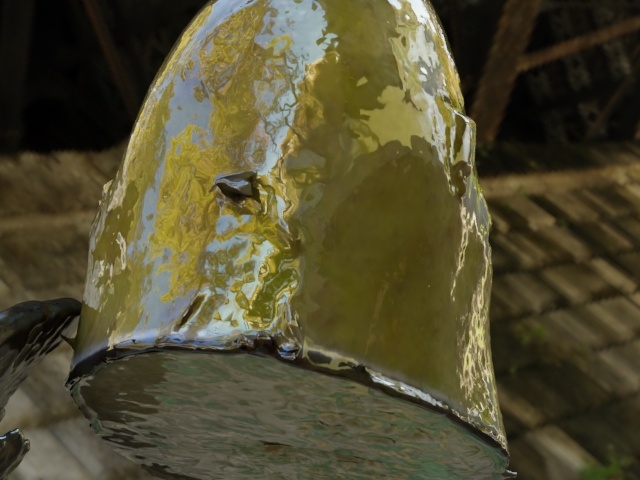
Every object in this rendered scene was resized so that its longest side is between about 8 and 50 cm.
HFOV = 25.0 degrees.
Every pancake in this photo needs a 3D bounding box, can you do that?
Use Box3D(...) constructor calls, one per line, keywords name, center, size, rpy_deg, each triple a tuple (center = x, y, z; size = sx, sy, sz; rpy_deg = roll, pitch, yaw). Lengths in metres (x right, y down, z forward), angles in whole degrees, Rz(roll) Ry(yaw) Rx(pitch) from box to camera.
Box3D(name="pancake", center=(-0.245, 0.149, 0.911), size=(0.286, 0.033, 0.288), rpy_deg=(-52, -10, -9))

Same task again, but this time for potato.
Box3D(name="potato", center=(0.000, 0.000, 0.963), size=(0.397, 0.290, 0.296), rpy_deg=(68, -151, -67))
